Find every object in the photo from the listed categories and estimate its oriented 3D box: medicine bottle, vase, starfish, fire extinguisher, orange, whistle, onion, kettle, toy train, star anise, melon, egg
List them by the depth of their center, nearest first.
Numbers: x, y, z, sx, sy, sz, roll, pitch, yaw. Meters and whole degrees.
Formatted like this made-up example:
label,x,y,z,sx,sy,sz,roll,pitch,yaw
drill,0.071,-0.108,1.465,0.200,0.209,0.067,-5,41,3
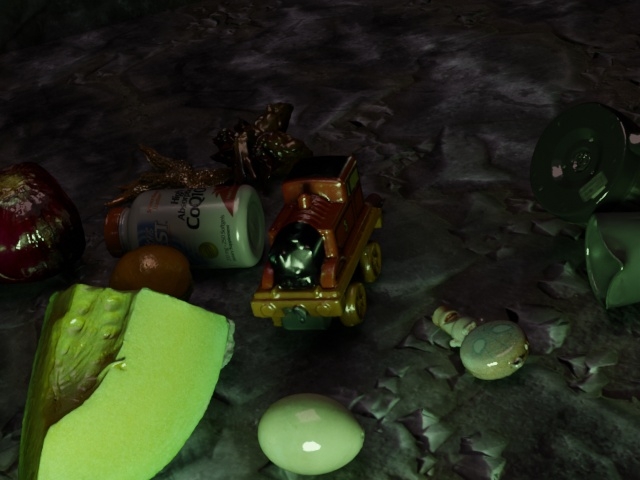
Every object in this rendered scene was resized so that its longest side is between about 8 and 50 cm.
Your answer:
label,x,y,z,sx,sy,sz,roll,pitch,yaw
egg,-0.014,0.272,1.546,0.152,0.114,0.114,0,31,12
melon,-0.332,0.230,1.628,0.331,0.226,0.343,12,70,15
whistle,0.249,0.158,1.727,0.107,0.057,0.220,-36,31,-15
vase,0.576,0.016,1.798,0.301,0.156,0.251,-7,3,-6
toy train,0.000,0.000,1.902,0.163,0.232,0.369,-3,29,19
kettle,0.540,-0.116,1.916,0.271,0.251,0.207,21,28,-36
orange,-0.297,0.083,1.944,0.156,0.156,0.134,-7,50,6
medicine bottle,-0.261,-0.021,2.096,0.288,0.157,0.157,-3,30,13
onion,-0.581,-0.010,2.133,0.206,0.216,0.207,-32,43,-27
fire extinguisher,0.082,-0.044,2.151,0.056,0.039,0.132,-3,29,32
star anise,-0.125,-0.185,2.337,0.237,0.148,0.346,21,29,4
starfish,-0.318,-0.143,2.406,0.293,0.084,0.301,3,36,21

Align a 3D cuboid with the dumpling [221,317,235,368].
label,x,y,z,sx,sy,sz,roll,pitch,yaw
dumpling,-0.246,0.176,1.797,0.216,0.105,0.149,2,29,18
